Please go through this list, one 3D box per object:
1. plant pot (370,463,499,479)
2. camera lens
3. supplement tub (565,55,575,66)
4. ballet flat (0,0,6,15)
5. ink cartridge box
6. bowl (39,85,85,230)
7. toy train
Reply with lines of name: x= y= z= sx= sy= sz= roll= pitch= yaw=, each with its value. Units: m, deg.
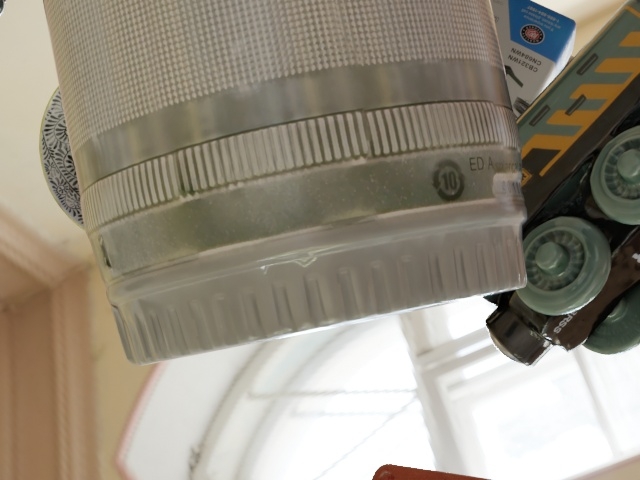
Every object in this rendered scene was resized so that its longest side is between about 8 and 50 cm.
plant pot: x=0.156 y=0.400 z=1.424 sx=0.236 sy=0.267 sz=0.267 roll=50 pitch=-125 yaw=-36
camera lens: x=-0.021 y=-0.091 z=0.627 sx=0.219 sy=0.219 sz=0.274 roll=1 pitch=-103 yaw=-70
supplement tub: x=0.269 y=-0.154 z=1.745 sx=0.316 sy=0.228 sz=0.228 roll=-15 pitch=-101 yaw=-52
ballet flat: x=-0.387 y=-0.296 z=1.127 sx=0.095 sy=0.096 sz=0.280 roll=20 pitch=149 yaw=48
ink cartridge box: x=0.137 y=-0.144 z=1.216 sx=0.148 sy=0.203 sz=0.086 roll=27 pitch=173 yaw=11
bowl: x=-0.159 y=-0.084 z=1.122 sx=0.170 sy=0.170 sz=0.080 roll=63 pitch=-162 yaw=-4
toy train: x=0.227 y=-0.061 z=0.954 sx=0.142 sy=0.334 sz=0.190 roll=30 pitch=-165 yaw=-47
